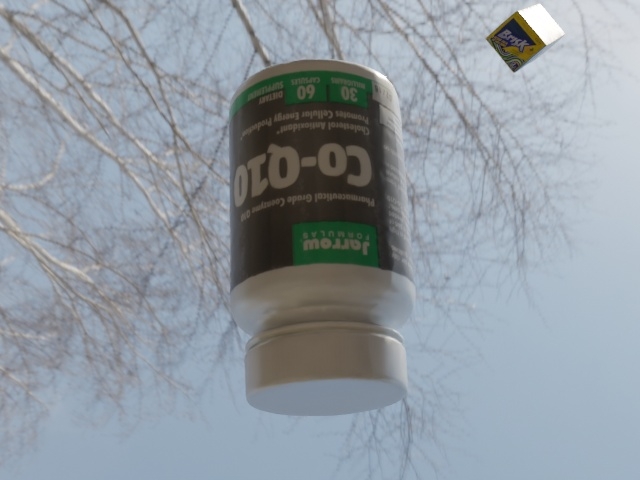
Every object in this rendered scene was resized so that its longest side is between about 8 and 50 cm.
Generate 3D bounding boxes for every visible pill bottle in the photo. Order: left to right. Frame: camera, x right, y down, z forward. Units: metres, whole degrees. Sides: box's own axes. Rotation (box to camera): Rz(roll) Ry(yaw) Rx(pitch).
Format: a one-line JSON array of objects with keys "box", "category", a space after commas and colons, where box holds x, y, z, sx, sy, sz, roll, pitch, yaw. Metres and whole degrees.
[{"box": [0.000, 0.000, 1.133, 0.204, 0.204, 0.361, -5, -112, 4], "category": "pill bottle"}]

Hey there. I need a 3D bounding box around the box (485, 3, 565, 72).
[{"box": [0.267, -0.263, 1.315, 0.054, 0.169, 0.059, -40, -91, 27], "category": "box"}]
